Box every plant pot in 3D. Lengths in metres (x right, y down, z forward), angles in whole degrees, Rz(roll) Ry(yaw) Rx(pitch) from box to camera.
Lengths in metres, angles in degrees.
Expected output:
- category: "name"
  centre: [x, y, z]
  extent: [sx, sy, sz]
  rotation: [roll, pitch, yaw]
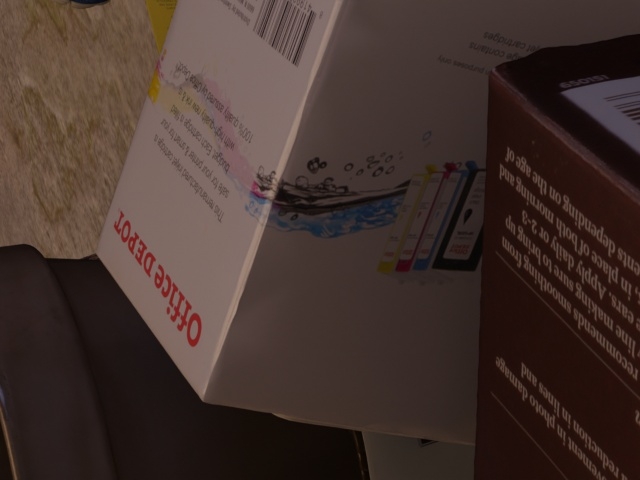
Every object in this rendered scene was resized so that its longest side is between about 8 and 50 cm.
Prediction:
- category: "plant pot"
  centre: [-0.098, 0.145, 1.233]
  extent: [0.323, 0.280, 0.323]
  rotation: [170, 90, -72]

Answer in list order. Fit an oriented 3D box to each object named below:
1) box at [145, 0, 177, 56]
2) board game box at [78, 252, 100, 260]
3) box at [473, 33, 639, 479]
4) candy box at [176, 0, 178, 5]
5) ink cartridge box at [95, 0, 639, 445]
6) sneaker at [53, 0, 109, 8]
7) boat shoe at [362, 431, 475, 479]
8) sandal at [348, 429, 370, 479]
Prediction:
- category: "box"
  centre: [-0.077, -0.148, 1.233]
  extent: [0.232, 0.058, 0.087]
  rotation: [78, -164, -46]
- category: "board game box"
  centre: [-0.144, 0.171, 1.518]
  extent: [0.232, 0.141, 0.291]
  rotation: [18, 124, 61]
- category: "box"
  centre: [0.157, 0.129, 0.695]
  extent: [0.191, 0.143, 0.381]
  rotation: [-129, 35, -54]
- category: "candy box"
  centre: [-0.026, -0.123, 1.009]
  extent: [0.183, 0.087, 0.316]
  rotation: [-73, -10, -61]
- category: "ink cartridge box"
  centre: [0.026, -0.051, 0.813]
  extent: [0.171, 0.168, 0.233]
  rotation: [47, 120, 57]
- category: "sneaker"
  centre: [-0.218, -0.380, 1.577]
  extent: [0.147, 0.129, 0.330]
  rotation: [-8, 99, 61]
- category: "boat shoe"
  centre: [0.073, 0.080, 0.965]
  extent: [0.105, 0.113, 0.306]
  rotation: [63, -171, -51]
- category: "sandal"
  centre: [0.051, 0.077, 1.100]
  extent: [0.060, 0.090, 0.219]
  rotation: [-86, -16, -73]
